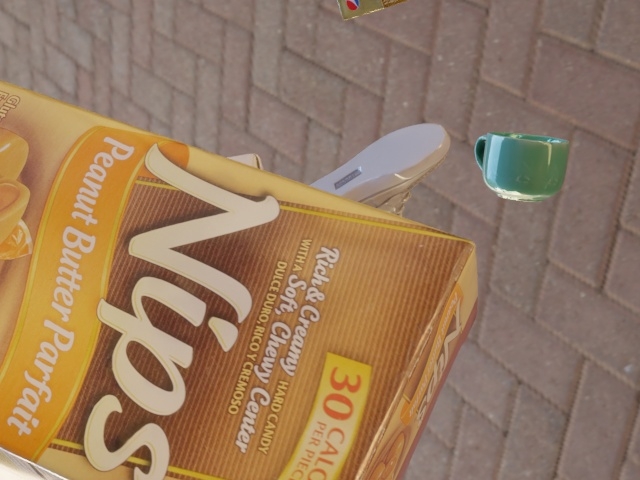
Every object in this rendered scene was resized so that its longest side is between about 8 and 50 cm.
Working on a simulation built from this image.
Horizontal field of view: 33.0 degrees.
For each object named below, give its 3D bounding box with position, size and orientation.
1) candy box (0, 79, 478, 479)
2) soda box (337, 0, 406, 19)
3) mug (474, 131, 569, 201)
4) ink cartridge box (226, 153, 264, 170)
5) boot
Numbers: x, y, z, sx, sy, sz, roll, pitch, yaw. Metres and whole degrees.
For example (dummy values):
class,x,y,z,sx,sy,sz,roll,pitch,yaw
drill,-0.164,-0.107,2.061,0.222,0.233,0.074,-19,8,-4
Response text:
class,x,y,z,sx,sy,sz,roll,pitch,yaw
candy box,-0.098,0.042,0.560,0.316,0.183,0.087,19,155,20
soda box,0.089,-0.296,1.201,0.058,0.181,0.061,-8,105,40
mug,0.317,-0.116,1.702,0.158,0.129,0.097,-106,21,-79
ink cartridge box,-0.113,0.090,0.810,0.117,0.207,0.283,-92,-8,-52
boot,0.092,-0.064,1.552,0.258,0.123,0.095,-27,39,21
